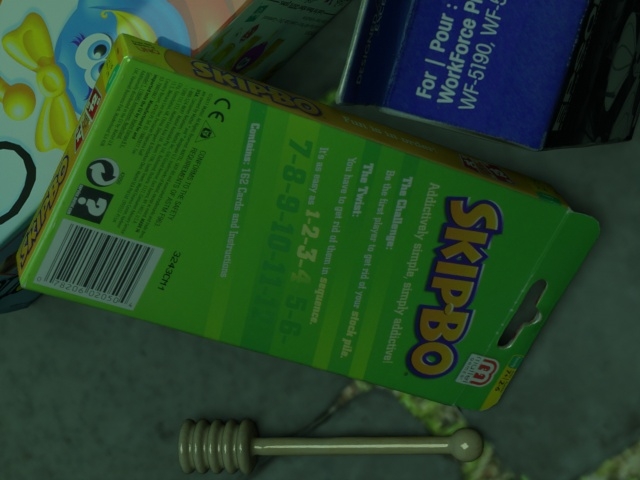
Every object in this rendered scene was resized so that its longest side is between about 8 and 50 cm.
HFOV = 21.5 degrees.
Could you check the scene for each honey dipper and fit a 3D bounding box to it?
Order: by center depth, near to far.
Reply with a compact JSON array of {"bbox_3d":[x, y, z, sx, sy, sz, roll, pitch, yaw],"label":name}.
[{"bbox_3d":[0.005,0.109,0.882,0.160,0.030,0.031,-1,95,13],"label":"honey dipper"}]

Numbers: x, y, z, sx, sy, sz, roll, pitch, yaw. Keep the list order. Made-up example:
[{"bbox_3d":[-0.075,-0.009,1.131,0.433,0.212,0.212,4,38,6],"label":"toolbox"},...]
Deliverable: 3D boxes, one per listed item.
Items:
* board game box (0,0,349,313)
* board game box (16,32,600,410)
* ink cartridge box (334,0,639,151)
[{"bbox_3d":[-0.126,-0.099,0.840,0.275,0.144,0.142,-42,83,14],"label":"board game box"},{"bbox_3d":[0.000,0.000,0.798,0.259,0.039,0.124,19,114,-23],"label":"board game box"},{"bbox_3d":[0.100,-0.121,0.677,0.065,0.332,0.165,18,100,17],"label":"ink cartridge box"}]
